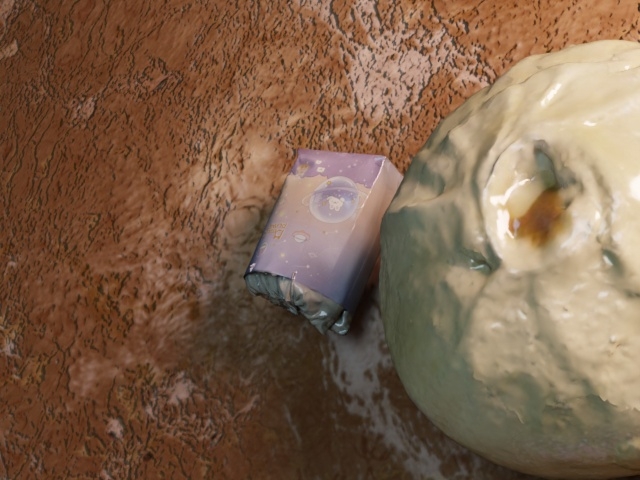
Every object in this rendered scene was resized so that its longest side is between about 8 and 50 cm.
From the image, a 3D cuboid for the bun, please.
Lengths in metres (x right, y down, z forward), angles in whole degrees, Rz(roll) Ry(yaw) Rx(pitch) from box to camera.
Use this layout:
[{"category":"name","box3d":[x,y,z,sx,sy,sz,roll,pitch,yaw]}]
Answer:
[{"category":"bun","box3d":[0.196,0.001,1.124,0.364,0.202,0.364,-15,61,29]}]

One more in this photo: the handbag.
[{"category":"handbag","box3d":[0.000,0.000,1.334,0.117,0.095,0.173,7,68,41]}]
